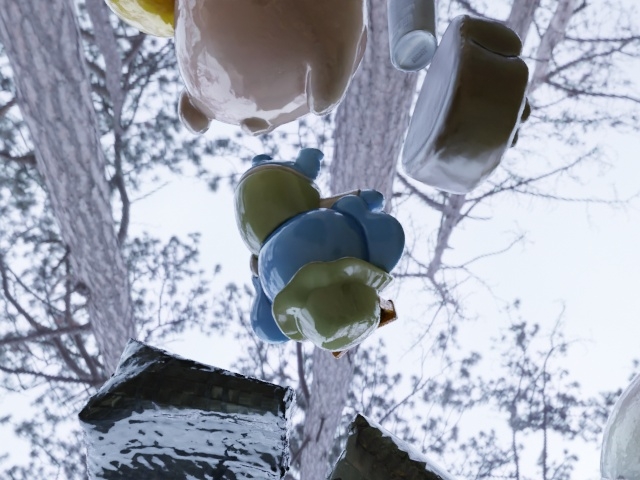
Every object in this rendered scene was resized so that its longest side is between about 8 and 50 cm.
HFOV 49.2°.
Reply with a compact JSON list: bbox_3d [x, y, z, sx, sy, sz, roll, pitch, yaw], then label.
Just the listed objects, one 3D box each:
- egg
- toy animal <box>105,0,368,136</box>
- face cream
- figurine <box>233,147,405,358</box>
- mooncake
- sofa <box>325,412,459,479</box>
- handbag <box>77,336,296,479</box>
[{"bbox_3d":[0.754,0.367,1.357,0.355,0.354,0.339,19,-104,11],"label":"egg"},{"bbox_3d":[-0.112,-0.272,0.609,0.278,0.247,0.344,-5,-104,17],"label":"toy animal"},{"bbox_3d":[0.169,-0.411,1.289,0.073,0.107,0.269,39,-147,-27],"label":"face cream"},{"bbox_3d":[-0.003,-0.001,0.788,0.180,0.153,0.261,-9,-117,-3],"label":"figurine"},{"bbox_3d":[0.190,-0.165,0.922,0.117,0.234,0.234,13,-128,-6],"label":"mooncake"},{"bbox_3d":[0.089,0.217,0.447,0.210,0.225,0.176,33,-79,22],"label":"sofa"},{"bbox_3d":[-0.110,0.196,0.606,0.175,0.270,0.088,17,-141,9],"label":"handbag"}]
